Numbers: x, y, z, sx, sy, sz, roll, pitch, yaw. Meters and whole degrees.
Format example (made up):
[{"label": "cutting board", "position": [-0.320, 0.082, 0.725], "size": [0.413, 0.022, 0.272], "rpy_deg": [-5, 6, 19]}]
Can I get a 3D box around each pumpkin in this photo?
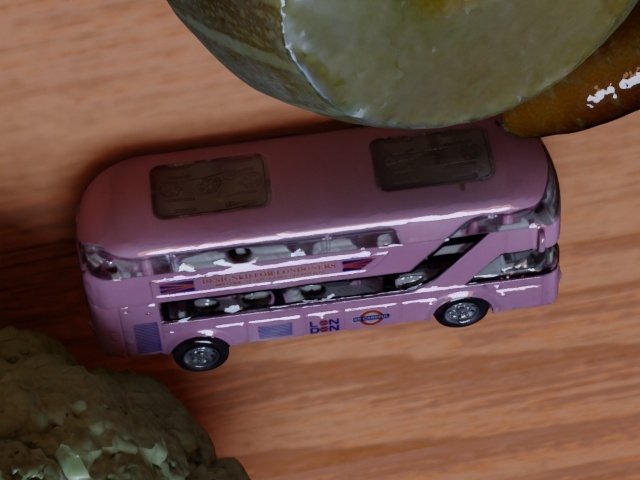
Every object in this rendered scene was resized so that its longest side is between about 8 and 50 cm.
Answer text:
[{"label": "pumpkin", "position": [0.041, -0.102, 0.685], "size": [0.217, 0.110, 0.217], "rpy_deg": [-5, 137, -4]}]

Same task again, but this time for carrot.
[{"label": "carrot", "position": [0.132, -0.076, 0.777], "size": [0.139, 0.048, 0.048], "rpy_deg": [-24, 140, 16]}]

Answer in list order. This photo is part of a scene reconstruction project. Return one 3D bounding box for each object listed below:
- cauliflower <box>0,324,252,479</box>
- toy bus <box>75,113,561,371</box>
[{"label": "cauliflower", "position": [-0.143, 0.169, 0.838], "size": [0.275, 0.250, 0.272], "rpy_deg": [16, 160, -1]}, {"label": "toy bus", "position": [0.000, 0.000, 0.831], "size": [0.203, 0.063, 0.090], "rpy_deg": [-7, 141, -3]}]
